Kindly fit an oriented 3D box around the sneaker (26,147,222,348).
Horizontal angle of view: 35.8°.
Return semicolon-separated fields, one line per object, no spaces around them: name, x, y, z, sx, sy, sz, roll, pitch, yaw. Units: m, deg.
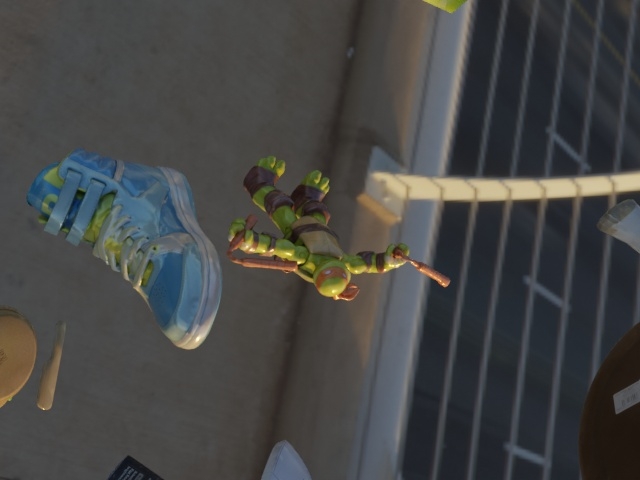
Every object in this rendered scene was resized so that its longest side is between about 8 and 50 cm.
sneaker;-0.248;0.003;1.201;0.208;0.319;0.127;16;117;-31

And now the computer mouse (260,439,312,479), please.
computer mouse;-0.034;0.245;0.769;0.106;0.042;0.192;-58;161;-63

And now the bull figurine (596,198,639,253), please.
bull figurine;0.260;0.034;0.501;0.310;0.101;0.188;0;49;-47

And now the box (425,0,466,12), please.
box;0.111;-0.236;0.670;0.109;0.178;0.042;13;55;-37

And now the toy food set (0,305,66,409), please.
toy food set;-0.403;0.144;1.208;0.192;0.039;0.132;18;82;-55

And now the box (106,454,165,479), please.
box;-0.160;0.336;1.086;0.093;0.158;0.156;-52;153;-22

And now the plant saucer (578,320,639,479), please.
plant saucer;0.340;0.169;0.927;0.041;0.278;0.277;26;67;-23

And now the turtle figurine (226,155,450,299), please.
turtle figurine;0.000;0.000;1.132;0.270;0.217;0.087;5;125;-24
